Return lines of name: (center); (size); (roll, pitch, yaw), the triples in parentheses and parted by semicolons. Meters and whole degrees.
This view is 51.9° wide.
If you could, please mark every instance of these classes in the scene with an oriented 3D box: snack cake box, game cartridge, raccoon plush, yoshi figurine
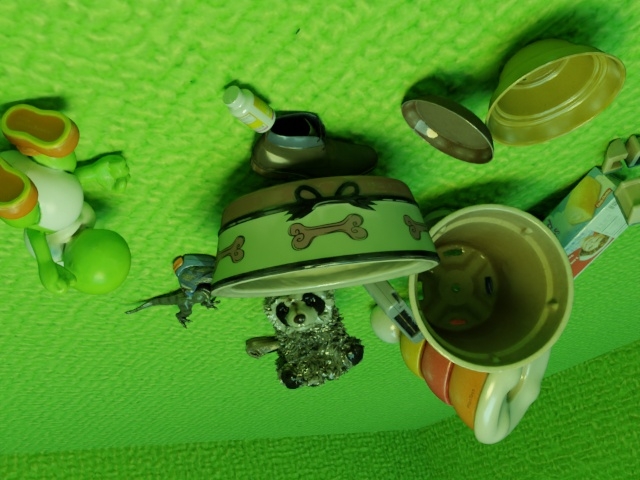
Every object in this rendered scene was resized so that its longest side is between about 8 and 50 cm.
snack cake box: (0.590, -0.026, 1.487); (0.152, 0.089, 0.264); (11, 126, -42)
game cartridge: (0.149, 0.124, 1.531); (0.062, 0.198, 0.297); (-43, 149, 0)
raccoon plush: (-0.069, 0.178, 1.644); (0.216, 0.299, 0.446); (-22, -171, -17)
yoshi figurine: (-0.378, -0.027, 1.002); (0.203, 0.203, 0.362); (-15, 157, -12)

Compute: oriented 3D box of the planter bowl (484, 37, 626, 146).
planter bowl: (0.347, -0.246, 1.021); (0.217, 0.091, 0.217); (-12, 154, -6)

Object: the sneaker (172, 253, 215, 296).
sneaker: (-0.203, 0.082, 1.407); (0.221, 0.087, 0.083); (-2, 152, -22)

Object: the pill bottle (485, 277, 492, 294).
pill bottle: (0.502, 0.150, 1.804); (0.153, 0.153, 0.265); (2, 150, -29)

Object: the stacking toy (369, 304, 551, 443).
stacking toy: (0.333, 0.275, 1.744); (0.350, 0.479, 0.351); (-32, 134, -39)

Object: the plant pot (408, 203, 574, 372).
plant pot: (0.334, 0.105, 1.448); (0.333, 0.334, 0.305); (-12, 176, -3)

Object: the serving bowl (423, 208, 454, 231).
serving bowl: (0.257, -0.046, 1.440); (0.083, 0.027, 0.083); (-12, 154, -6)

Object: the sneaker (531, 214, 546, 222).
sneaker: (0.470, -0.018, 1.571); (0.192, 0.064, 0.086); (-3, 166, -29)

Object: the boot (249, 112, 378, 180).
boot: (0.001, -0.148, 1.059); (0.219, 0.082, 0.106); (-4, 155, -15)

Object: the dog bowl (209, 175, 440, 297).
dog bowl: (0.000, 0.000, 1.171); (0.407, 0.151, 0.408); (-7, 171, -1)

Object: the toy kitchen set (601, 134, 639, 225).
toy kitchen set: (0.692, -0.127, 1.331); (0.207, 0.166, 0.122); (-16, 153, 5)

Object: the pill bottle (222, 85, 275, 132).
pill bottle: (-0.105, -0.194, 0.962); (0.043, 0.044, 0.083); (-25, 151, 23)

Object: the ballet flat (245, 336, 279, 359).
ballet flat: (-0.095, 0.305, 1.927); (0.249, 0.058, 0.084); (-7, 154, -13)

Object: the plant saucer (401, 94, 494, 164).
plant saucer: (0.208, -0.182, 1.053); (0.029, 0.168, 0.168); (-57, 152, -9)

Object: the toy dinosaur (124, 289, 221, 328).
toy dinosaur: (-0.303, 0.146, 1.522); (0.268, 0.064, 0.118); (-16, 147, 10)
